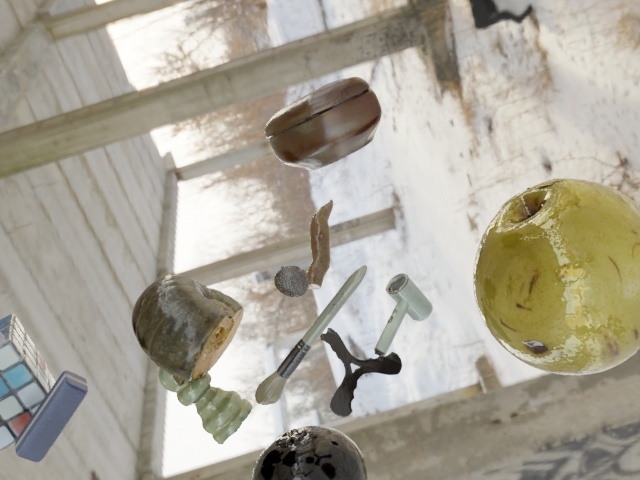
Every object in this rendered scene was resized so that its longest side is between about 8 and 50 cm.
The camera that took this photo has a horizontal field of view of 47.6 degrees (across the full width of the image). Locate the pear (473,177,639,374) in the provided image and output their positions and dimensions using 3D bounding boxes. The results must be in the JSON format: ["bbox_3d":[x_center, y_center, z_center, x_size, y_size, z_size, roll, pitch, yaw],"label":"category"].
[{"bbox_3d":[0.439,0.062,1.298,0.348,0.348,0.348,-17,-90,-89],"label":"pear"}]

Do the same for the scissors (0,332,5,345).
[{"bbox_3d":[-0.565,0.125,1.119,0.189,0.100,0.015,48,154,25],"label":"scissors"}]

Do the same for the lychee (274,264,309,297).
[{"bbox_3d":[-0.063,0.088,1.571,0.083,0.068,0.067,45,135,29],"label":"lychee"}]

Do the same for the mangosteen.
[{"bbox_3d":[-0.025,0.620,1.796,0.297,0.296,0.314,69,-163,-76],"label":"mangosteen"}]

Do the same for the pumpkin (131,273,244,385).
[{"bbox_3d":[-0.332,0.209,1.703,0.325,0.232,0.242,42,-107,-83],"label":"pumpkin"}]

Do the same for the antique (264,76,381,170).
[{"bbox_3d":[0.011,-0.216,1.346,0.278,0.223,0.129,-6,114,63],"label":"antique"}]

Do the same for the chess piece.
[{"bbox_3d":[-0.299,0.382,1.820,0.243,0.133,0.133,44,-175,-7],"label":"chess piece"}]

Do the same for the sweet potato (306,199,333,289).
[{"bbox_3d":[0.000,0.000,2.064,0.059,0.067,0.281,138,140,-65],"label":"sweet potato"}]

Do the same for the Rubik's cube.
[{"bbox_3d":[-0.860,0.384,1.907,0.253,0.256,0.259,65,165,-18],"label":"Rubik's cube"}]

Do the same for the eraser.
[{"bbox_3d":[-0.657,0.432,1.781,0.036,0.225,0.082,24,166,38],"label":"eraser"}]

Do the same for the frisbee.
[{"bbox_3d":[0.070,0.272,1.633,0.187,0.211,0.012,54,152,15],"label":"frisbee"}]

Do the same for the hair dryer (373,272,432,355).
[{"bbox_3d":[0.207,0.215,1.905,0.131,0.073,0.236,47,-128,-23],"label":"hair dryer"}]

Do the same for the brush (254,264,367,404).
[{"bbox_3d":[-0.013,0.158,1.198,0.042,0.299,0.039,32,-170,-34],"label":"brush"}]
